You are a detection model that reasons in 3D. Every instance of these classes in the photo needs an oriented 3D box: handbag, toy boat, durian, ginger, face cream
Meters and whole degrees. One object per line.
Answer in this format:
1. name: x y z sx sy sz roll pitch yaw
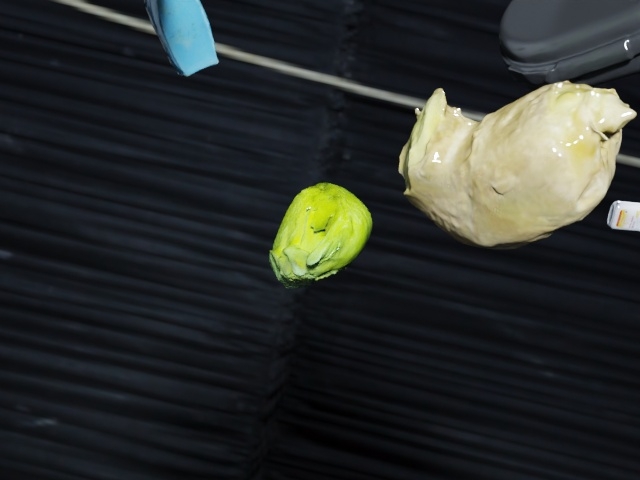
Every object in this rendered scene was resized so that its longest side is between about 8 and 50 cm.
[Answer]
1. handbag: 0.363 -0.285 1.329 0.093 0.308 0.254 51 44 -28
2. toy boat: -0.202 -0.317 1.494 0.077 0.075 0.185 44 -21 55
3. durian: 0.000 0.000 1.324 0.139 0.101 0.250 -63 -170 -14
4. ginger: 0.178 -0.069 1.015 0.152 0.267 0.138 61 42 -28
5. face cream: 0.418 -0.030 1.403 0.021 0.083 0.040 -95 -169 -60
